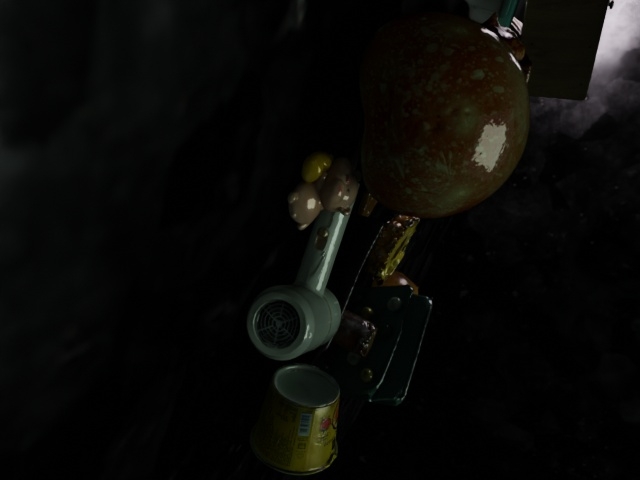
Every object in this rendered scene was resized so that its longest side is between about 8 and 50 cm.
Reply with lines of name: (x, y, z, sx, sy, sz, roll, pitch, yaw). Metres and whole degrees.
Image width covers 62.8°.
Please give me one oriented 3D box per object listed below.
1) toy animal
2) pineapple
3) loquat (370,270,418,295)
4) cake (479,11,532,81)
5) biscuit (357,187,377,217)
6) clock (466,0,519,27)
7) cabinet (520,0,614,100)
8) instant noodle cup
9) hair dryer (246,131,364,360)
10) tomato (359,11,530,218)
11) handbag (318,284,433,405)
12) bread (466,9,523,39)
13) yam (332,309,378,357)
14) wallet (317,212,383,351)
toy animal: (0.010, -0.068, 0.704, 0.114, 0.082, 0.091, -55, 162, -23)
pineapple: (0.177, 0.013, 1.338, 0.225, 0.076, 0.225, -52, 161, -26)
loquat: (0.218, 0.159, 1.560, 0.141, 0.141, 0.141, -54, 161, -28)
cake: (0.270, -0.273, 0.974, 0.199, 0.196, 0.293, -57, 160, -57)
biscuit: (0.102, -0.093, 1.051, 0.130, 0.019, 0.119, -66, 164, 6)
clock: (0.356, -0.567, 0.963, 0.231, 0.116, 0.262, -59, 165, -32)
cabinet: (0.480, -0.419, 1.025, 0.215, 0.148, 0.175, 76, 34, -47)
instant noodle cup: (-0.041, 0.344, 1.043, 0.182, 0.182, 0.144, -27, 132, -63)
hair dryer: (0.000, 0.000, 0.801, 0.173, 0.107, 0.357, 15, 92, -75)
tomato: (0.164, -0.165, 0.710, 0.270, 0.222, 0.270, 2, 90, -80)
handbag: (0.106, 0.229, 1.201, 0.274, 0.100, 0.269, -7, -124, 57)
bread: (0.356, -0.384, 1.160, 0.274, 0.149, 0.274, 19, 90, -73)
yam: (0.046, 0.177, 1.081, 0.079, 0.141, 0.079, -56, 164, -26)
wallet: (0.028, 0.066, 0.931, 0.244, 0.025, 0.124, -64, -152, -2)
